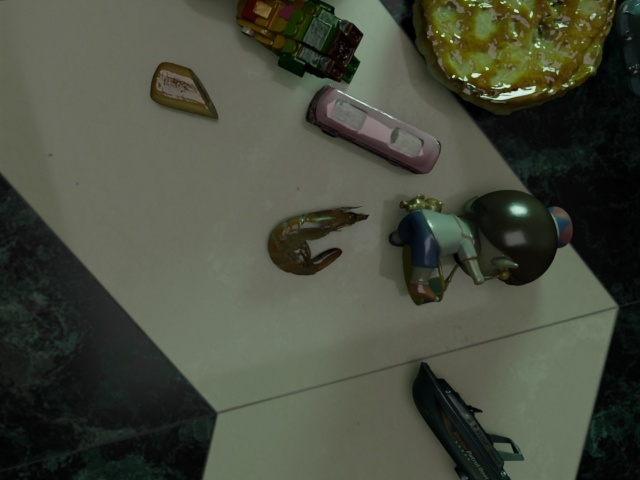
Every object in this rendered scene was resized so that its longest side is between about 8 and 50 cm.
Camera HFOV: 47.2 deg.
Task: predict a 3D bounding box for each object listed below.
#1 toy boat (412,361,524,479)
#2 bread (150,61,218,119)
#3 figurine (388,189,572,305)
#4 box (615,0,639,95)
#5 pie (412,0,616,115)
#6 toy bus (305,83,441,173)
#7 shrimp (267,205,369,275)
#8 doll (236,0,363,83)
[{"bbox_3d":[0.221,0.285,1.124,0.103,0.093,0.246,-34,97,4],"label":"toy boat"},{"bbox_3d":[-0.191,-0.218,1.060,0.103,0.049,0.062,13,100,-9],"label":"bread"},{"bbox_3d":[0.247,0.006,1.087,0.276,0.161,0.158,-8,136,-4],"label":"figurine"},{"bbox_3d":[0.569,-0.321,1.096,0.227,0.130,0.162,-30,121,-5],"label":"box"},{"bbox_3d":[0.282,-0.339,1.093,0.316,0.092,0.314,0,89,-6],"label":"pie"},{"bbox_3d":[0.079,-0.161,1.077,0.203,0.090,0.063,24,91,-7],"label":"toy bus"},{"bbox_3d":[0.002,0.002,1.101,0.163,0.045,0.095,-15,96,-8],"label":"shrimp"},{"bbox_3d":[-0.030,-0.293,1.042,0.187,0.134,0.106,26,94,-1],"label":"doll"}]
